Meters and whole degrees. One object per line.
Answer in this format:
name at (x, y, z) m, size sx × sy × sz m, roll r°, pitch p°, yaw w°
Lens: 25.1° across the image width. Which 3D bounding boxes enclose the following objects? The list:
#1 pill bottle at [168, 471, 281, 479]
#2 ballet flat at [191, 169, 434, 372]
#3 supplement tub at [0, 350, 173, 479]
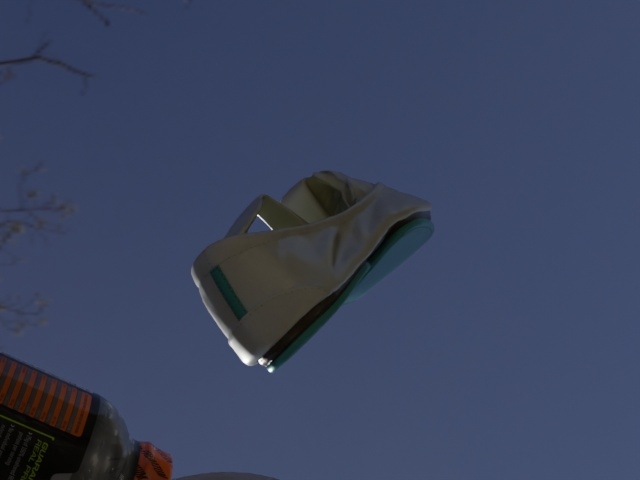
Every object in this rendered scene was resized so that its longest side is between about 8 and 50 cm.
pill bottle at (-0.002, 0.229, 0.540) m, size 0.161 × 0.161 × 0.283 m, roll -54°, pitch -45°, yaw -35°
ballet flat at (0.000, 0.000, 1.312) m, size 0.400 × 0.139 × 0.139 m, roll -33°, pitch -65°, yaw -66°
supplement tub at (-0.290, 0.176, 1.138) m, size 0.316 × 0.193 × 0.193 m, roll 26°, pitch -114°, yaw -11°
